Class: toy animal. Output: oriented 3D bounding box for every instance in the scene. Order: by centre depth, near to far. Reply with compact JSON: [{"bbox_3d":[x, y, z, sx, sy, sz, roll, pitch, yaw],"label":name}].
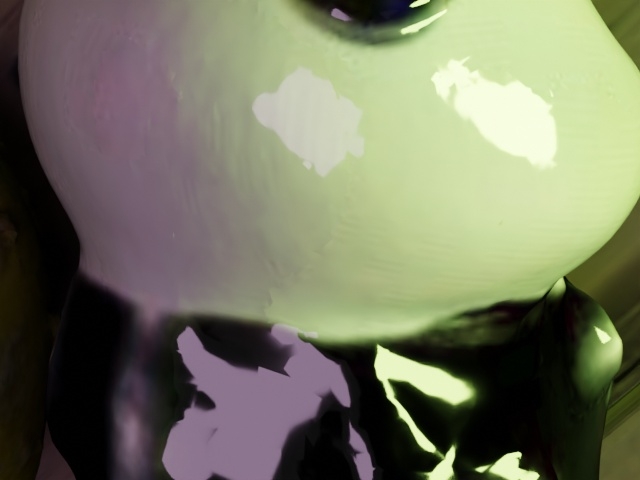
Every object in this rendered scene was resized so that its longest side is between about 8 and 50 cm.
[{"bbox_3d":[0.007,-0.003,0.600,0.213,0.212,0.266,6,108,11],"label":"toy animal"}]

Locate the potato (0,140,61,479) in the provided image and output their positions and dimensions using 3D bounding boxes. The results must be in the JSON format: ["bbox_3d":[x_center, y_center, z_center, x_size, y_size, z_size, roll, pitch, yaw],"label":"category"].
[{"bbox_3d":[-0.200,0.070,0.708,0.176,0.141,0.298,36,122,13],"label":"potato"}]
